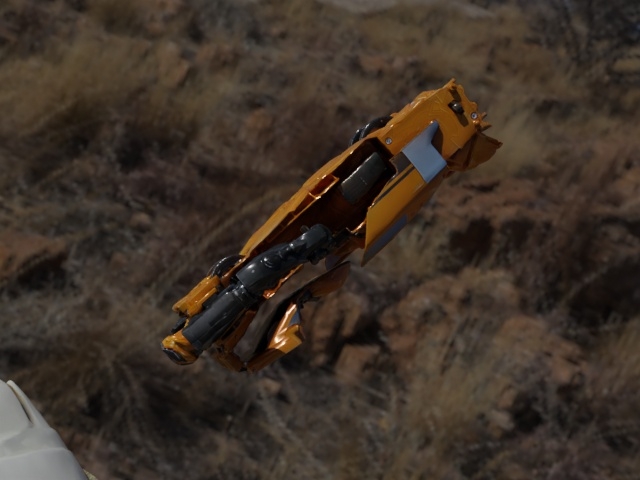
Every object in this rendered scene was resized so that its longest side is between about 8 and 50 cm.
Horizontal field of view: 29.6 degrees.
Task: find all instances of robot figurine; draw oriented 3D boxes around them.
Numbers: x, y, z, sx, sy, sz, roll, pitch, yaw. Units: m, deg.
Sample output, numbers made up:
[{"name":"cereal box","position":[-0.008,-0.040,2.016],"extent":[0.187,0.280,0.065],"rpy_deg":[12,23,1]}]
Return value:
[{"name":"robot figurine","position":[0.000,0.000,0.934],"extent":[0.085,0.291,0.211],"rpy_deg":[47,-9,-4]}]

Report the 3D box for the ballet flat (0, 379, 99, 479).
[{"name":"ballet flat","position":[-0.219,0.119,0.696],"extent":[0.349,0.123,0.123],"rpy_deg":[19,6,41]}]
